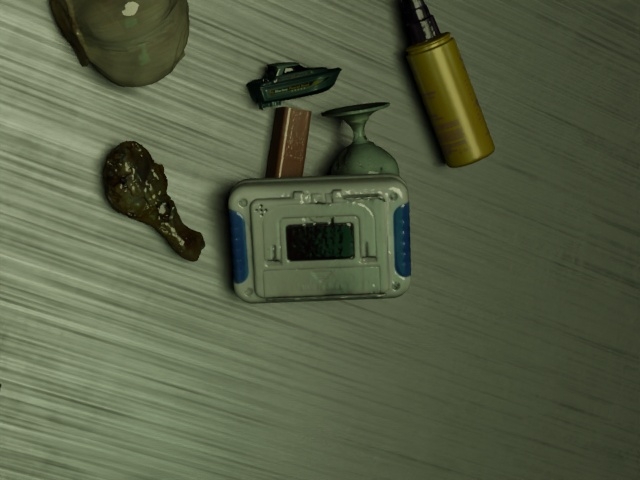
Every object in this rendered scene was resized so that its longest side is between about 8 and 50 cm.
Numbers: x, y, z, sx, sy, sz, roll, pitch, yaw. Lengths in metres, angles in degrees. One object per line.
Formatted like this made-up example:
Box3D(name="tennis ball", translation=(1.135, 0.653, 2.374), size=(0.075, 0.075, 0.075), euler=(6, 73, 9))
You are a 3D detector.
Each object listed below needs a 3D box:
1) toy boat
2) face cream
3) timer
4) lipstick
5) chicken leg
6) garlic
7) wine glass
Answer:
Box3D(name="toy boat", translation=(-0.032, -0.230, 1.968), size=(0.141, 0.055, 0.060), euler=(-15, 105, -23))
Box3D(name="face cream", translation=(0.180, -0.247, 2.051), size=(0.078, 0.078, 0.273), euler=(-27, 103, -21))
Box3D(name="timer", translation=(0.000, 0.000, 1.919), size=(0.253, 0.078, 0.178), euler=(-3, 108, 2))
Box3D(name="lipstick", translation=(-0.048, -0.117, 1.971), size=(0.045, 0.045, 0.145), euler=(9, 90, -22))
Box3D(name="chicken leg", translation=(-0.229, -0.046, 1.888), size=(0.198, 0.069, 0.085), euler=(52, 49, -24))
Box3D(name="garlic", translation=(-0.256, -0.323, 1.818), size=(0.178, 0.143, 0.229), euler=(-32, 96, -18))
Box3D(name="wine glass", translation=(0.067, -0.080, 1.994), size=(0.103, 0.103, 0.231), euler=(-12, 100, -23))
